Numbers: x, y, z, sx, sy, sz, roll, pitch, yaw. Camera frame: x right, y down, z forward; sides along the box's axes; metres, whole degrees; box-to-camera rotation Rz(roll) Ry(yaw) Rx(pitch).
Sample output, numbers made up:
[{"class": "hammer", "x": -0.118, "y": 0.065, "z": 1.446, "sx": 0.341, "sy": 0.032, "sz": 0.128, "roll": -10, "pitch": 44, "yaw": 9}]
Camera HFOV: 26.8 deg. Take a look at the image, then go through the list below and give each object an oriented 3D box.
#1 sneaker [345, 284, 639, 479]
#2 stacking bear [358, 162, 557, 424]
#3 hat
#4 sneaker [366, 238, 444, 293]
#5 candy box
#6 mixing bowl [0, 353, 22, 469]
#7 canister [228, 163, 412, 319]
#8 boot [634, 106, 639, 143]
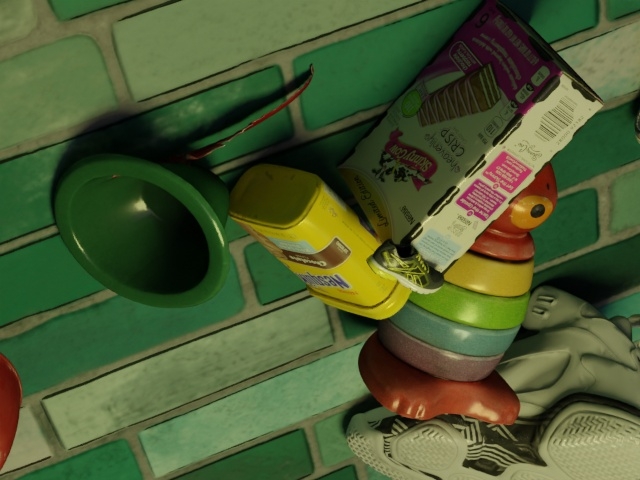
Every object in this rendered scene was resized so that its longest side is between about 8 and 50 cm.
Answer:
[{"class": "sneaker", "x": 0.217, "y": 0.177, "z": 1.572, "sx": 0.366, "sy": 0.210, "sz": 0.137, "roll": -5, "pitch": 138, "yaw": 24}, {"class": "stacking bear", "x": 0.156, "y": 0.025, "z": 1.398, "sx": 0.175, "sy": 0.164, "sz": 0.289, "roll": 8, "pitch": 112, "yaw": -30}, {"class": "hat", "x": -0.122, "y": -0.054, "z": 1.289, "sx": 0.209, "sy": 0.183, "sz": 0.173, "roll": 6, "pitch": 128, "yaw": 23}, {"class": "sneaker", "x": 0.084, "y": 0.023, "z": 1.228, "sx": 0.083, "sy": 0.031, "sz": 0.035, "roll": 17, "pitch": 122, "yaw": -31}, {"class": "candy box", "x": 0.136, "y": -0.098, "z": 1.283, "sx": 0.071, "sy": 0.159, "sz": 0.233, "roll": 28, "pitch": 110, "yaw": -36}, {"class": "mixing bowl", "x": -0.375, "y": 0.194, "z": 1.320, "sx": 0.182, "sy": 0.098, "sz": 0.181, "roll": -13, "pitch": 130, "yaw": -16}, {"class": "canister", "x": 0.000, "y": 0.000, "z": 1.325, "sx": 0.170, "sy": 0.126, "sz": 0.073, "roll": 43, "pitch": 71, "yaw": -40}, {"class": "boot", "x": 0.362, "y": -0.189, "z": 1.389, "sx": 0.086, "sy": 0.069, "sz": 0.190, "roll": 19, "pitch": 109, "yaw": -28}]
